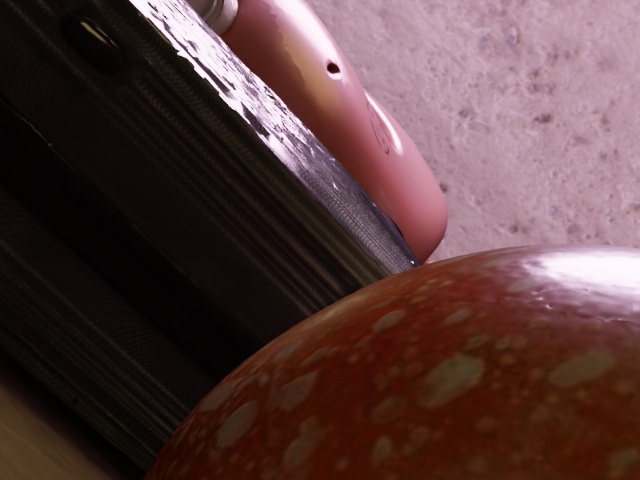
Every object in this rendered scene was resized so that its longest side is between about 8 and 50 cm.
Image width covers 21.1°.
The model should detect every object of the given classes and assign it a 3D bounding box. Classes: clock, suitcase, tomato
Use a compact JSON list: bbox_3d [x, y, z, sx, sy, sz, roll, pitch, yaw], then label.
[{"bbox_3d":[-0.028,-0.063,0.959,0.227,0.142,0.241,52,-6,37],"label":"clock"},{"bbox_3d":[-0.085,-0.032,0.660,0.312,0.128,0.202,45,7,-25],"label":"suitcase"},{"bbox_3d":[0.083,0.120,0.473,0.270,0.222,0.270,47,10,-11],"label":"tomato"}]
